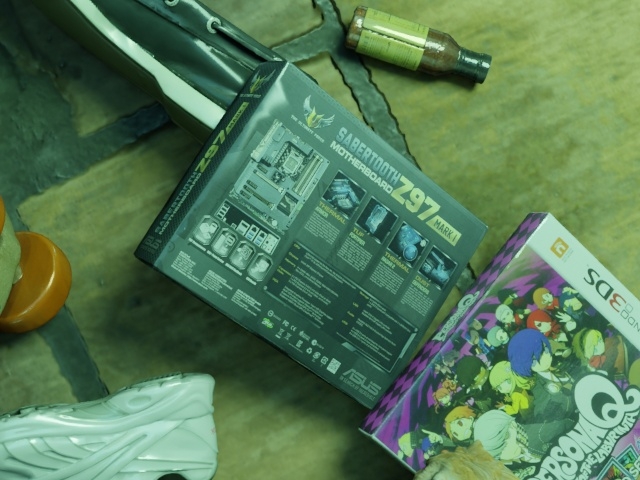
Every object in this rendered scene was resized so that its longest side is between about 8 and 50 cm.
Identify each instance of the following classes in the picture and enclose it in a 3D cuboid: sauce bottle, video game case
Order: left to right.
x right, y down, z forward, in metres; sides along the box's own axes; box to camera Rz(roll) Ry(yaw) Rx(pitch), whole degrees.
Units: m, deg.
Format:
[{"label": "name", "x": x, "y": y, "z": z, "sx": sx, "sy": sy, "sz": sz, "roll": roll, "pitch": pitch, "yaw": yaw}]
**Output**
[{"label": "sauce bottle", "x": 0.086, "y": -0.168, "z": 0.844, "sx": 0.128, "sy": 0.042, "sz": 0.042, "roll": 20, "pitch": 81, "yaw": -3}, {"label": "video game case", "x": 0.181, "y": 0.130, "z": 0.787, "sx": 0.210, "sy": 0.042, "sz": 0.232, "roll": 43, "pitch": 81, "yaw": -12}]

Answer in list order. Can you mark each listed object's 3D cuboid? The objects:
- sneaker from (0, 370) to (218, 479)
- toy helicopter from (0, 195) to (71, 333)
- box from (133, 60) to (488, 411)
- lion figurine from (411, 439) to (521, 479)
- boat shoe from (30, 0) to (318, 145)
[{"label": "sneaker", "x": -0.188, "y": 0.179, "z": 0.752, "sx": 0.232, "sy": 0.090, "sz": 0.115, "roll": -12, "pitch": 87, "yaw": -5}, {"label": "toy helicopter", "x": -0.366, "y": 0.096, "z": 0.719, "sx": 0.235, "sy": 0.140, "sz": 0.355, "roll": 14, "pitch": 68, "yaw": 20}, {"label": "box", "x": 0.000, "y": 0.000, "z": 0.759, "sx": 0.233, "sy": 0.059, "sz": 0.183, "roll": 36, "pitch": 82, "yaw": -27}, {"label": "lion figurine", "x": 0.075, "y": 0.356, "z": 0.689, "sx": 0.142, "sy": 0.240, "sz": 0.392, "roll": 13, "pitch": 114, "yaw": -40}, {"label": "boat shoe", "x": -0.142, "y": -0.196, "z": 0.788, "sx": 0.340, "sy": 0.127, "sz": 0.113, "roll": 39, "pitch": 80, "yaw": 0}]
